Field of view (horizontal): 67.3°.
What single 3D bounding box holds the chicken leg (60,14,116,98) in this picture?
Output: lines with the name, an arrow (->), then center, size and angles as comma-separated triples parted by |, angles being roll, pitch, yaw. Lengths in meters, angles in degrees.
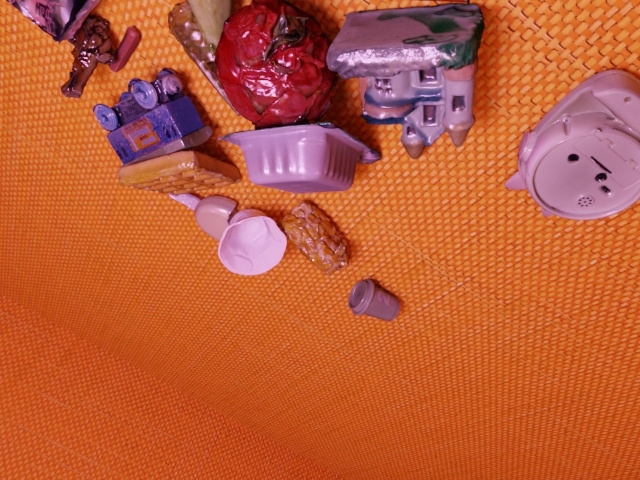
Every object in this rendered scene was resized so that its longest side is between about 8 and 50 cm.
chicken leg -> -0.546, -0.431, 1.132 | 0.125, 0.196, 0.080 | -4, 172, 15

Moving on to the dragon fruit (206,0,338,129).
dragon fruit -> -0.086, -0.334, 0.971 | 0.244, 0.244, 0.299 | 6, 147, 18

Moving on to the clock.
clock -> 0.547, -0.156, 0.980 | 0.265, 0.108, 0.324 | 32, 137, -11

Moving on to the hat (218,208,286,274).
hat -> -0.201, -0.012, 1.376 | 0.203, 0.126, 0.203 | -8, 125, -11

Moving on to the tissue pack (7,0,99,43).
tissue pack -> -0.599, -0.611, 0.976 | 0.332, 0.123, 0.245 | 40, 114, -22

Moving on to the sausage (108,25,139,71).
sausage -> -0.475, -0.458, 1.162 | 0.147, 0.035, 0.030 | -29, 91, 43

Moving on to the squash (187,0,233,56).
squash -> -0.219, -0.539, 0.906 | 0.118, 0.118, 0.370 | 9, 134, 15

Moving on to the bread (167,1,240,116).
bread -> -0.233, -0.404, 1.076 | 0.087, 0.098, 0.269 | -38, 118, 2

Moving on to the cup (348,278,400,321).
cup -> 0.170, 0.196, 1.498 | 0.141, 0.120, 0.120 | 28, 138, -18

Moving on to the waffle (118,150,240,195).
waffle -> -0.363, -0.173, 1.268 | 0.221, 0.248, 0.055 | -9, 85, 17

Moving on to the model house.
model house -> 0.180, -0.272, 0.966 | 0.267, 0.194, 0.325 | 4, 138, 19

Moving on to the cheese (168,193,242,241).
cheese -> -0.344, -0.076, 1.466 | 0.249, 0.070, 0.163 | 16, 136, 7

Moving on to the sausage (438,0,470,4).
sausage -> 0.142, -0.469, 0.862 | 0.264, 0.083, 0.083 | 10, 136, 15

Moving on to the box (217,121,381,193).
box -> -0.034, -0.168, 1.072 | 0.264, 0.337, 0.106 | -1, 90, 24

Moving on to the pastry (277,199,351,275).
pastry -> 0.000, 0.000, 1.374 | 0.250, 0.102, 0.154 | 44, 136, -19

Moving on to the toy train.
toy train -> -0.430, -0.298, 1.218 | 0.300, 0.131, 0.202 | -12, 114, 36
